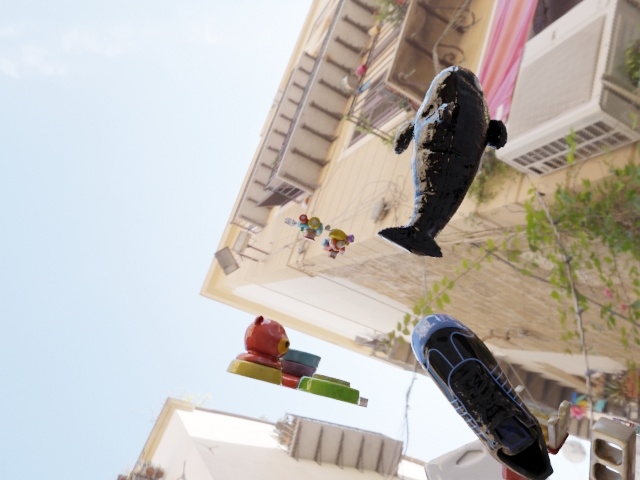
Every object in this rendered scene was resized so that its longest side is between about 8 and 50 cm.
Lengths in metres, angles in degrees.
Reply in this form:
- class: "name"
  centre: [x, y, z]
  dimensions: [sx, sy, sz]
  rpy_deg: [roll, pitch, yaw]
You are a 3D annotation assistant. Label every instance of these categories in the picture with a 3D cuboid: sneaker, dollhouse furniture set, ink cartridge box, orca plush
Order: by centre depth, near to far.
- class: "sneaker"
  centre: [0.197, 0.185, 0.549]
  dimensions: [0.081, 0.090, 0.232]
  rpy_deg: [-40, -73, 2]
- class: "orca plush"
  centre: [0.145, -0.129, 0.609]
  dimensions: [0.287, 0.151, 0.102]
  rpy_deg: [-59, -33, -12]
- class: "dollhouse furniture set"
  centre: [0.453, 0.404, 0.744]
  dimensions: [0.201, 0.374, 0.152]
  rpy_deg: [-22, -69, -39]
- class: "ink cartridge box"
  centre: [0.414, 0.594, 1.068]
  dimensions: [0.223, 0.129, 0.307]
  rpy_deg: [-32, -61, 14]
- class: "ink cartridge box"
  centre: [0.903, 0.549, 1.384]
  dimensions: [0.115, 0.063, 0.029]
  rpy_deg: [20, -100, -10]

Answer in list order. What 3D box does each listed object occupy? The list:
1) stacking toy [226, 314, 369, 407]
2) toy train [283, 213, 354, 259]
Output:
- class: "stacking toy"
  centre: [-0.026, 0.274, 1.049]
  dimensions: [0.279, 0.309, 0.131]
  rpy_deg: [8, -109, 18]
- class: "toy train"
  centre: [0.000, 0.000, 1.006]
  dimensions: [0.166, 0.125, 0.046]
  rpy_deg: [27, -112, -28]
